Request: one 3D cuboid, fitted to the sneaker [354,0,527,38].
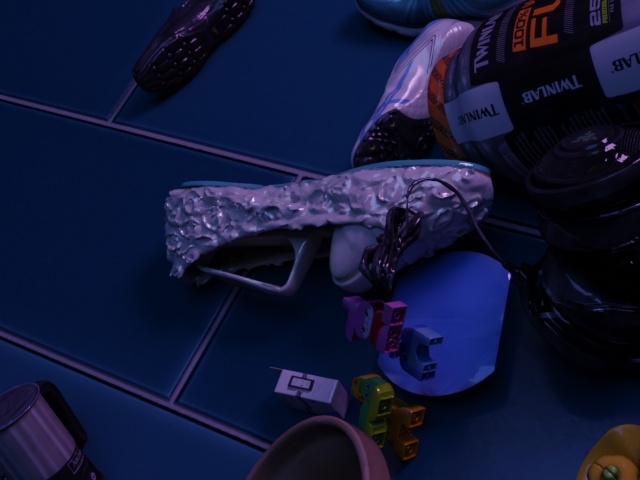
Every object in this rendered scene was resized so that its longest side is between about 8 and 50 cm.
[{"bbox_3d":[0.170,-0.327,1.252,0.275,0.110,0.107,8,62,26],"label":"sneaker"}]

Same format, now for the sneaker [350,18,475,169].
[{"bbox_3d":[0.108,-0.171,1.202,0.237,0.085,0.086,-56,30,-14],"label":"sneaker"}]

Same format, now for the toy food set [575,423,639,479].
[{"bbox_3d":[0.323,0.235,0.849,0.218,0.071,0.128,25,70,32],"label":"toy food set"}]

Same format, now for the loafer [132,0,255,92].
[{"bbox_3d":[-0.187,-0.295,1.397,0.078,0.076,0.223,27,66,38],"label":"loafer"}]

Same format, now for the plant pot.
[{"bbox_3d":[0.006,0.288,0.884,0.237,0.110,0.237,-44,29,32],"label":"plant pot"}]

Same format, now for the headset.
[{"bbox_3d":[0.243,0.017,0.895,0.394,0.243,0.185,10,32,21],"label":"headset"}]

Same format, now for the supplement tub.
[{"bbox_3d":[0.277,-0.170,1.007,0.316,0.194,0.193,-17,49,43],"label":"supplement tub"}]

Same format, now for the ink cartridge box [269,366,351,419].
[{"bbox_3d":[-0.015,0.162,1.042,0.083,0.048,0.028,8,62,27],"label":"ink cartridge box"}]

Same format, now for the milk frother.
[{"bbox_3d":[-0.330,0.236,1.062,0.143,0.134,0.129,-29,22,-2],"label":"milk frother"}]

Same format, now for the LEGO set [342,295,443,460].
[{"bbox_3d":[0.053,0.147,0.984,0.093,0.087,0.227,31,117,46],"label":"LEGO set"}]

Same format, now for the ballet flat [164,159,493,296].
[{"bbox_3d":[0.000,0.000,1.100,0.409,0.147,0.147,-3,57,28],"label":"ballet flat"}]

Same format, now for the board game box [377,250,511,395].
[{"bbox_3d":[0.136,0.092,1.040,0.133,0.033,0.168,-3,58,32],"label":"board game box"}]
